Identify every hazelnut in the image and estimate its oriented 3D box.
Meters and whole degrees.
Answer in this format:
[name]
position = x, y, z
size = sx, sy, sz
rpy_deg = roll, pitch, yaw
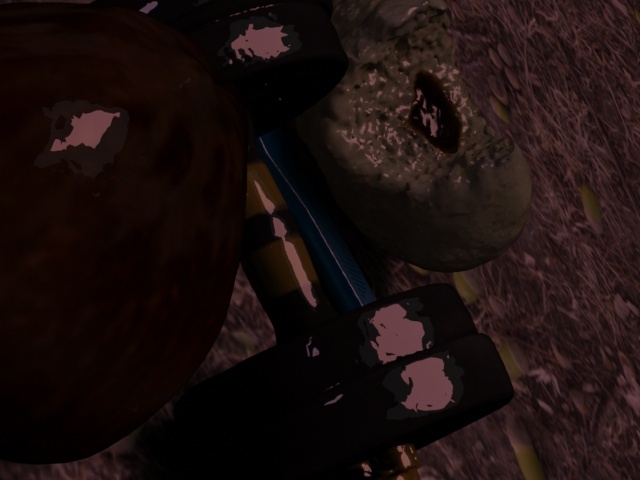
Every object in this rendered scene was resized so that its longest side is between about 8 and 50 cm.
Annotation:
[hazelnut]
position = -0.125, -0.004, 0.833
size = 0.218, 0.218, 0.234
rpy_deg = 56, 19, -9

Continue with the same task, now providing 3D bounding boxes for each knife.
[knife]
position = -0.002, 0.001, 1.250
size = 0.296, 0.026, 0.044
rpy_deg = 61, 29, -5

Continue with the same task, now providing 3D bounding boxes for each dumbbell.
[dumbbell]
position = -0.032, -0.002, 1.028
size = 0.185, 0.185, 0.388
rpy_deg = -6, 69, -61

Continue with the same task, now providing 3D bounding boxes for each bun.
[bun]
position = 0.049, -0.072, 1.268
size = 0.212, 0.126, 0.204
rpy_deg = 54, -14, 33
